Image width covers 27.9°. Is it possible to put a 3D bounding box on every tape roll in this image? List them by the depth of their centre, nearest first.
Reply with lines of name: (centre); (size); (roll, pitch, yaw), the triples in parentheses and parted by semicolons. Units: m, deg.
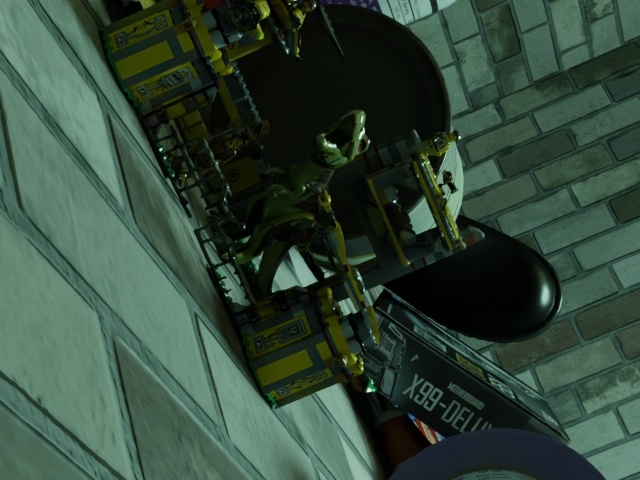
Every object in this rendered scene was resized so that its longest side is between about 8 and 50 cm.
tape roll: (0.123, 0.230, 0.883); (0.080, 0.189, 0.189); (62, 7, -49)

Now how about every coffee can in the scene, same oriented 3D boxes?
coffee can: (0.028, -0.078, 1.192); (0.275, 0.202, 0.201); (44, 23, -78)

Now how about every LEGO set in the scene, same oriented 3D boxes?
LEGO set: (0.003, -0.065, 0.911); (0.255, 0.192, 0.331); (-43, 110, -85)

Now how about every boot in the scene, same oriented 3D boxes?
boot: (0.102, 0.230, 1.442); (0.084, 0.059, 0.158); (63, 4, 20)
boot: (0.109, 0.001, 1.446); (0.348, 0.131, 0.260); (23, -8, 11)

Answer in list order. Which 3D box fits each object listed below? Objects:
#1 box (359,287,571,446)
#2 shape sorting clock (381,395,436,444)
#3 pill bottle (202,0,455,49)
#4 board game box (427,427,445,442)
box: (0.146, 0.160, 1.453); (0.242, 0.076, 0.307); (34, 4, 3)
shape sorting clock: (0.115, 0.228, 1.679); (0.206, 0.040, 0.206); (-23, 90, -85)
pill bottle: (0.014, -0.277, 1.248); (0.181, 0.323, 0.181); (-23, 90, -86)
board game box: (0.184, 0.323, 2.057); (0.145, 0.027, 0.281); (19, 48, -82)
